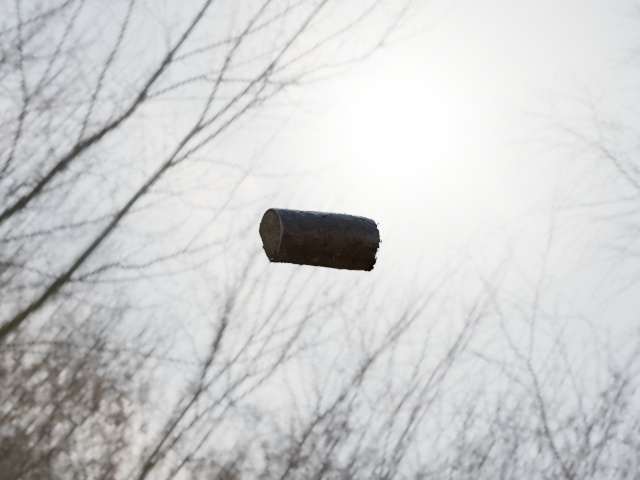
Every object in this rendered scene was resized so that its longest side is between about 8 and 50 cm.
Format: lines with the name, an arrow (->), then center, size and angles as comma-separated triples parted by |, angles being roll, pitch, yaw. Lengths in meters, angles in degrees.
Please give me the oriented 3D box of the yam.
yam -> -0.001, 0.000, 1.339 | 0.141, 0.079, 0.079 | 5, -17, -25
